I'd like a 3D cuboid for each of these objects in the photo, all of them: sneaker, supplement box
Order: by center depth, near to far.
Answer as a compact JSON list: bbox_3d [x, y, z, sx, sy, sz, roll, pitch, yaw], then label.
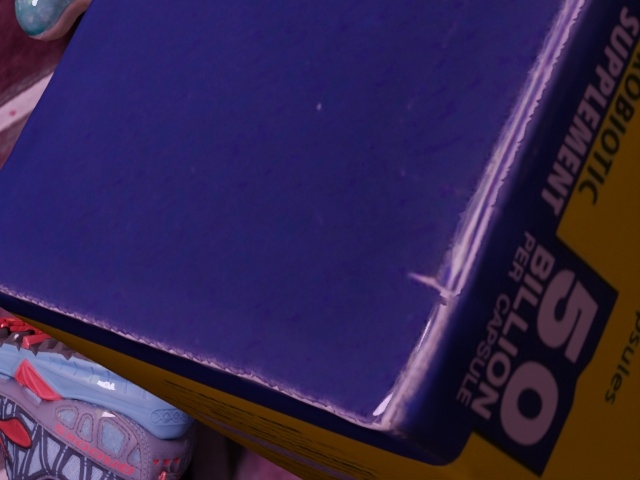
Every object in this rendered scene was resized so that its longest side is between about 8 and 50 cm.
[{"bbox_3d":[0.091,0.019,0.543,0.195,0.356,0.194,14,74,43],"label":"supplement box"},{"bbox_3d":[-0.162,0.109,0.875,0.262,0.104,0.125,3,90,56],"label":"sneaker"}]

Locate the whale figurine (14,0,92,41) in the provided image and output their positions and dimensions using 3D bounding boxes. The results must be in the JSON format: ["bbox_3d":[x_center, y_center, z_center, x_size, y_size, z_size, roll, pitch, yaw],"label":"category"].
[{"bbox_3d":[-0.147,-0.234,1.050,0.216,0.141,0.272,-47,43,6],"label":"whale figurine"}]
